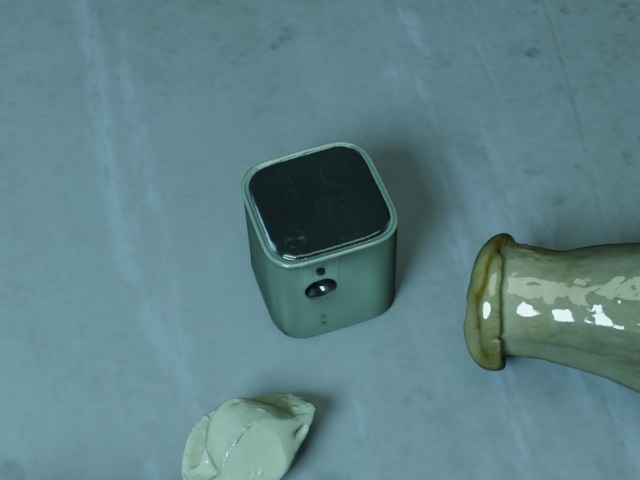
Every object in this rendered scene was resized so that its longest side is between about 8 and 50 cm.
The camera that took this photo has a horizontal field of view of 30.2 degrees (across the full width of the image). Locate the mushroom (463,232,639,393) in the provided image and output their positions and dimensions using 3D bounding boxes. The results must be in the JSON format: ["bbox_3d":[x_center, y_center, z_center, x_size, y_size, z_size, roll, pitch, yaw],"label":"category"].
[{"bbox_3d":[0.207,0.054,0.685,0.247,0.108,0.096,17,15,10],"label":"mushroom"}]

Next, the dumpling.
[{"bbox_3d":[-0.043,0.117,0.680,0.052,0.057,0.076,30,83,-21],"label":"dumpling"}]

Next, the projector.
[{"bbox_3d":[0.000,0.000,0.733,0.083,0.082,0.083,-17,56,-10],"label":"projector"}]
